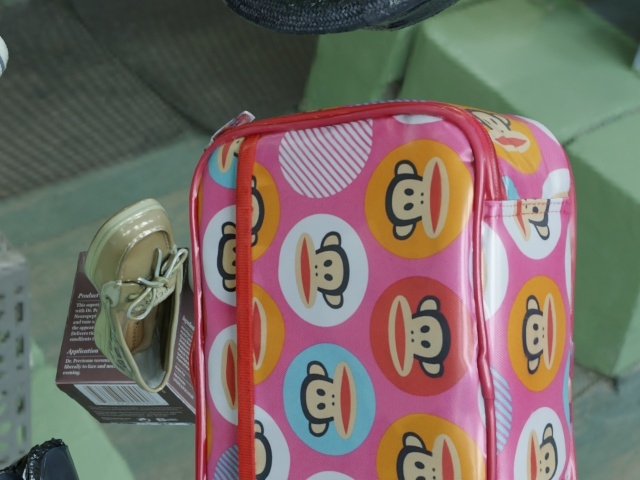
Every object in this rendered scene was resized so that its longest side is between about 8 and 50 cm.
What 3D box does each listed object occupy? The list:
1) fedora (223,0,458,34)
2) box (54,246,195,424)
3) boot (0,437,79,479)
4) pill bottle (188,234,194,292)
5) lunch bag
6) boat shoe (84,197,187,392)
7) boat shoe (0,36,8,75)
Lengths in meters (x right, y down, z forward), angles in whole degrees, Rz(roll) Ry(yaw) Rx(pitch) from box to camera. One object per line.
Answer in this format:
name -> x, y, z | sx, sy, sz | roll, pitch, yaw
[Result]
fedora -> 0.056, -0.309, 1.252 | 0.334, 0.152, 0.334 | -13, 62, 27
box -> -0.246, 0.136, 1.751 | 0.168, 0.167, 0.203 | -1, 63, 16
boot -> -0.232, 0.298, 1.292 | 0.246, 0.094, 0.207 | -12, 73, -43
pill bottle -> 0.000, 0.000, 1.589 | 0.322, 0.181, 0.181 | 6, 42, -3
lunch bag -> 0.019, 0.066, 0.751 | 0.258, 0.293, 0.120 | -2, -1, 39
boat shoe -> -0.190, 0.062, 1.371 | 0.104, 0.285, 0.089 | -30, 64, -24
boat shoe -> -0.576, -0.197, 1.477 | 0.500, 0.187, 0.156 | 1, 53, 28
